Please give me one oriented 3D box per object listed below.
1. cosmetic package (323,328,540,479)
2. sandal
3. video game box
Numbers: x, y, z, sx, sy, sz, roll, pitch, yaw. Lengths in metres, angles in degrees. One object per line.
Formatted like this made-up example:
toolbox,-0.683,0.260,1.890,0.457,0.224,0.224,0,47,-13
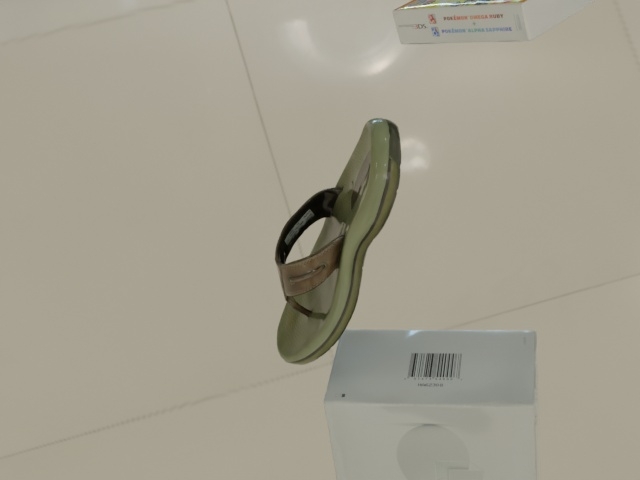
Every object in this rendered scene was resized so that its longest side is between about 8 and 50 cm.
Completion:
cosmetic package,0.135,0.227,1.204,0.224,0.225,0.138,0,32,12
sandal,0.000,-0.002,1.106,0.086,0.303,0.120,8,35,-19
video game box,0.214,-0.271,1.160,0.205,0.187,0.048,-33,115,-32
